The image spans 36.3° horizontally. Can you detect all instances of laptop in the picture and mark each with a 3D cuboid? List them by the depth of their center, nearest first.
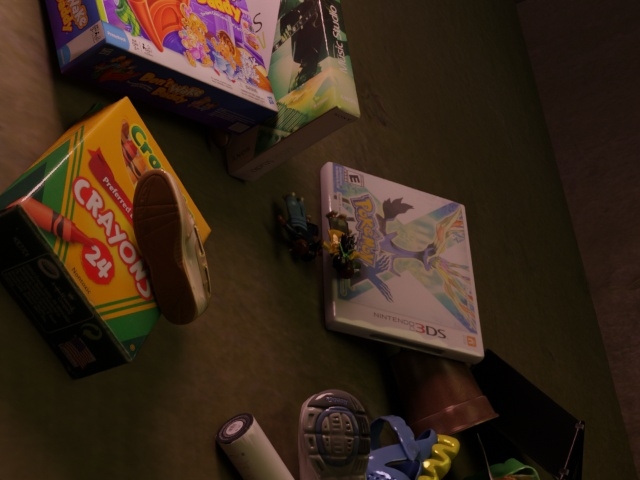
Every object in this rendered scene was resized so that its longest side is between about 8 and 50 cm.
[{"bbox_3d":[0.427,0.481,2.091,0.382,0.236,0.407,-19,112,-68],"label":"laptop"}]

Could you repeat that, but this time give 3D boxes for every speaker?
[{"bbox_3d":[-0.075,0.285,1.228,0.136,0.055,0.055,60,27,-21],"label":"speaker"}]

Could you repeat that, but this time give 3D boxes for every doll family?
[{"bbox_3d":[0.000,0.000,1.555,0.193,0.076,0.111,18,50,-28],"label":"doll family"}]

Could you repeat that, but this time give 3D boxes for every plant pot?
[{"bbox_3d":[0.203,0.263,1.715,0.167,0.167,0.165,6,58,-63],"label":"plant pot"}]

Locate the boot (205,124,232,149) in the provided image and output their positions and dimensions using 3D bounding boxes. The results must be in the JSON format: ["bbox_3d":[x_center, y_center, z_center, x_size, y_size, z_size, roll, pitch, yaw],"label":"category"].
[{"bbox_3d":[-0.177,-0.187,1.383,0.114,0.037,0.106,22,41,-62],"label":"boot"}]

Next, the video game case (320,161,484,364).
[{"bbox_3d":[0.140,0.037,1.707,0.300,0.036,0.329,16,52,-24],"label":"video game case"}]

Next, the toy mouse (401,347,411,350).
[{"bbox_3d":[0.188,0.239,1.836,0.143,0.031,0.161,-30,100,-65],"label":"toy mouse"}]

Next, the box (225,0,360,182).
[{"bbox_3d":[-0.063,-0.277,1.453,0.058,0.232,0.322,12,59,-44],"label":"box"}]

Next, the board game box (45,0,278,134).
[{"bbox_3d":[-0.211,-0.292,1.291,0.347,0.078,0.233,12,57,-57],"label":"board game box"}]

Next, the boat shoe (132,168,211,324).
[{"bbox_3d":[-0.158,0.005,1.065,0.059,0.063,0.170,-19,99,-68],"label":"boat shoe"}]

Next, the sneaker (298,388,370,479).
[{"bbox_3d":[0.022,0.346,1.318,0.129,0.111,0.297,165,-76,-78],"label":"sneaker"}]

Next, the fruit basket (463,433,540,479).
[{"bbox_3d":[0.340,0.545,1.691,0.353,0.165,0.327,-71,137,-74],"label":"fruit basket"}]

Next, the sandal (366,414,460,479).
[{"bbox_3d":[0.098,0.376,1.477,0.138,0.126,0.317,38,33,2],"label":"sandal"}]

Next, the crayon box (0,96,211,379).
[{"bbox_3d":[-0.234,-0.025,1.096,0.202,0.081,0.318,59,26,-22],"label":"crayon box"}]
